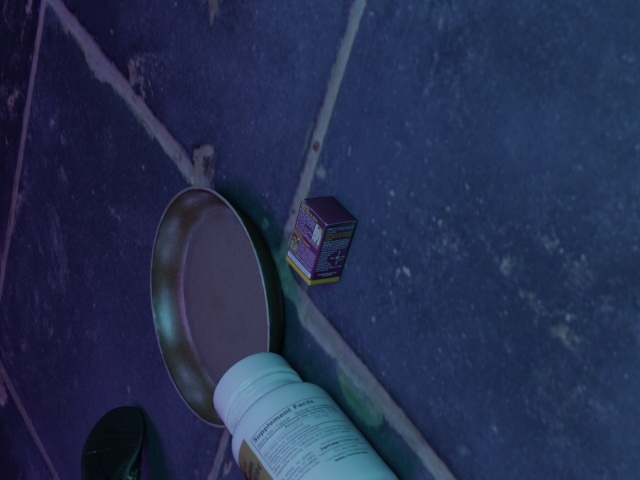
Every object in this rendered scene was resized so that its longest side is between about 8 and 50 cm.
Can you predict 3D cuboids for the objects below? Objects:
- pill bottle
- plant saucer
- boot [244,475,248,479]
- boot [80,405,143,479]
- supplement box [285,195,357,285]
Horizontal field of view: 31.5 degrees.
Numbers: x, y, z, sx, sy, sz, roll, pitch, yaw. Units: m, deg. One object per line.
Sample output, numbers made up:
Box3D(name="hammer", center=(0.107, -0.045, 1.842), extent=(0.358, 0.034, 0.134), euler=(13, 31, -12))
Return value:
Box3D(name="pill bottle", center=(-0.023, 0.232, 1.258), extent=(0.229, 0.131, 0.131), euler=(47, 131, 41))
Box3D(name="plant saucer", center=(-0.131, 0.083, 1.463), extent=(0.311, 0.050, 0.310), euler=(14, 107, 53))
Box3D(name="boot", center=(-0.074, 0.282, 1.423), extent=(0.106, 0.037, 0.114), euler=(137, 124, -65))
Box3D(name="boot", center=(-0.302, 0.390, 1.717), extent=(0.178, 0.085, 0.236), euler=(79, -168, -46))
Box3D(name="supplement box", center=(0.000, 0.000, 1.262), extent=(0.055, 0.043, 0.083), euler=(48, 133, 40))
